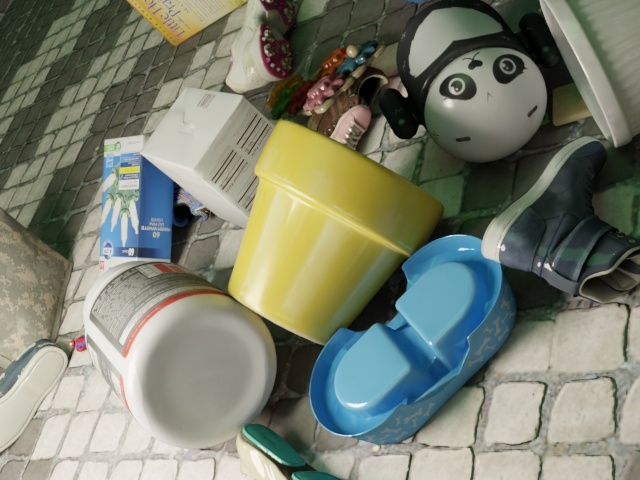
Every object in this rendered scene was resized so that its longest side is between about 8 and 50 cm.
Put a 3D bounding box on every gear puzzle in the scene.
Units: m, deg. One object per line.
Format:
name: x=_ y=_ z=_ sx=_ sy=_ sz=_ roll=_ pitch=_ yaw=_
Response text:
gear puzzle: x=-0.016 y=-0.285 z=1.551 sx=0.175 sy=0.044 sz=0.339 roll=-47 pitch=19 yaw=-13

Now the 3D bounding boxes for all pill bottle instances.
pill bottle: x=-0.225 y=0.144 z=1.296 sx=0.210 sy=0.210 sz=0.363 roll=-55 pitch=28 yaw=-7

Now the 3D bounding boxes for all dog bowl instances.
dog bowl: x=0.118 y=0.129 z=1.090 sx=0.297 sy=0.074 sz=0.166 roll=-46 pitch=37 yaw=4

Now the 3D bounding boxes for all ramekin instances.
ramekin: x=0.355 y=-0.225 z=1.055 sx=0.109 sy=0.207 sz=0.207 roll=-26 pitch=42 yaw=15

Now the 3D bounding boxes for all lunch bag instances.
lunch bag: x=-0.637 y=0.114 z=1.737 sx=0.169 sy=0.235 sz=0.287 roll=-24 pitch=43 yaw=22

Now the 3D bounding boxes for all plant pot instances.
plant pot: x=0.000 y=0.000 z=1.188 sx=0.254 sy=0.254 sz=0.239 roll=29 pitch=90 yaw=53

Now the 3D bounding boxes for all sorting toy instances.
sorting toy: x=0.329 y=-0.182 z=1.194 sx=0.083 sy=0.012 sz=0.062 roll=-15 pitch=54 yaw=33

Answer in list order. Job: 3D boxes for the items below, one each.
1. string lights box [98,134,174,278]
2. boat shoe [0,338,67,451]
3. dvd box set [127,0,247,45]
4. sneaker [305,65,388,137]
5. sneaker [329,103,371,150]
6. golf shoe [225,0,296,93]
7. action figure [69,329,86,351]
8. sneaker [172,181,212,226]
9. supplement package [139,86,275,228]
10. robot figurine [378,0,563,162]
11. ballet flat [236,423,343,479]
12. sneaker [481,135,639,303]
string lights box: x=-0.335 y=-0.056 z=1.620 sx=0.133 sy=0.076 sz=0.260 roll=0 pitch=87 yaw=46
boat shoe: x=-0.577 y=0.290 z=1.640 sx=0.079 sy=0.095 sz=0.254 roll=22 pitch=74 yaw=50
dvd box set: x=-0.277 y=-0.638 z=1.967 sx=0.420 sy=0.307 sz=0.062 roll=-23 pitch=42 yaw=32
sneaker: x=0.041 y=-0.215 z=1.471 sx=0.071 sy=0.066 sz=0.188 roll=20 pitch=74 yaw=51
sneaker: x=0.044 y=-0.154 z=1.432 sx=0.134 sy=0.051 sz=0.070 roll=-48 pitch=38 yaw=8
golf shoe: x=-0.130 y=-0.422 z=1.793 sx=0.140 sy=0.115 sz=0.306 roll=-27 pitch=41 yaw=32
action figure: x=-0.428 y=0.185 z=1.637 sx=0.115 sy=0.030 sz=0.038 roll=-16 pitch=53 yaw=40
sneaker: x=-0.275 y=-0.067 z=1.659 sx=0.221 sy=0.083 sz=0.087 roll=-12 pitch=59 yaw=44
supplement package: x=-0.151 y=-0.133 z=1.483 sx=0.194 sy=0.203 sz=0.149 roll=21 pitch=74 yaw=51
robot figurine: x=0.203 y=-0.231 z=1.229 sx=0.209 sy=0.173 sz=0.278 roll=-61 pitch=28 yaw=32
ballet flat: x=-0.029 y=0.309 z=1.093 sx=0.086 sy=0.086 sz=0.248 roll=-56 pitch=36 yaw=-8
sneaker: x=0.315 y=-0.023 z=1.019 sx=0.163 sy=0.086 sz=0.226 roll=26 pitch=57 yaw=33
